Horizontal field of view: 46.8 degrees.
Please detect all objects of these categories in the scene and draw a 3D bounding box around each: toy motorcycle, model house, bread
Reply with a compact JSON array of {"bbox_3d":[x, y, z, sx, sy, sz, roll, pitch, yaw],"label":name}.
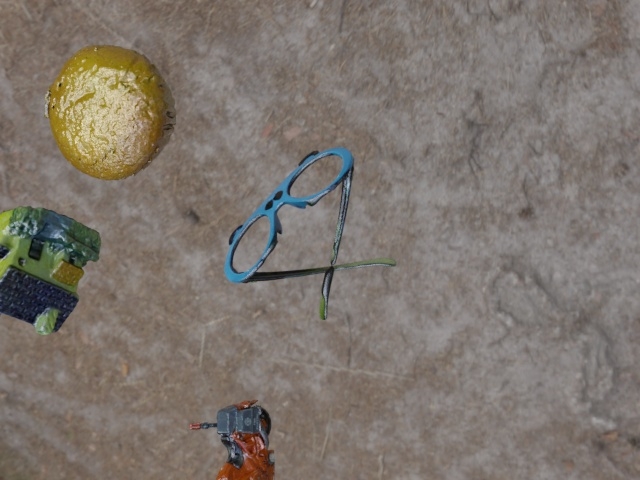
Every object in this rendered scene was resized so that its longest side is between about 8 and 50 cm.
[{"bbox_3d":[-0.212,0.563,1.836,0.221,0.326,0.147,8,164,-39],"label":"toy motorcycle"},{"bbox_3d":[-0.563,0.065,1.461,0.170,0.212,0.194,-11,152,28],"label":"model house"},{"bbox_3d":[-0.349,-0.215,1.264,0.239,0.139,0.240,1,93,27],"label":"bread"}]

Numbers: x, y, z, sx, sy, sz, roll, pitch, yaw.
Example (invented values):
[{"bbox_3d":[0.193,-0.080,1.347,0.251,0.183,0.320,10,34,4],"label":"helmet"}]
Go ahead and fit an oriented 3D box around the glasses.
[{"bbox_3d":[0.000,0.003,1.014,0.207,0.102,0.239,41,94,-2],"label":"glasses"}]
